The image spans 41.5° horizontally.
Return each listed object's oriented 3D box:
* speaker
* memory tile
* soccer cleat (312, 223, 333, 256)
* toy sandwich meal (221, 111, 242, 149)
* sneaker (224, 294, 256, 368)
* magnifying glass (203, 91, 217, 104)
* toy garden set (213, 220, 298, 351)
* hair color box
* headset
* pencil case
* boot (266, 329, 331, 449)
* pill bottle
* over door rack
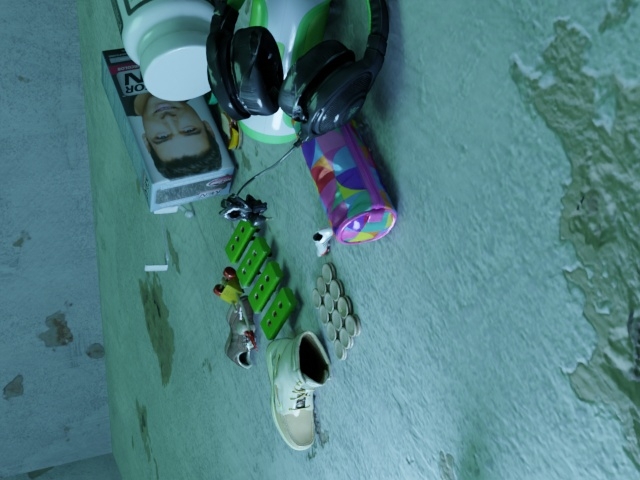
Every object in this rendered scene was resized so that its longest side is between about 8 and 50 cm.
[{"bbox_3d":[-0.059,-0.302,1.342,0.296,0.131,0.131,104,148,-42],"label":"speaker"},{"bbox_3d":[0.025,0.119,1.433,0.113,0.012,0.148,110,144,-47],"label":"memory tile"},{"bbox_3d":[0.000,0.000,1.419,0.083,0.036,0.029,118,137,-53],"label":"soccer cleat"},{"bbox_3d":[-0.189,-0.230,1.777,0.085,0.029,0.085,172,90,-66],"label":"toy sandwich meal"},{"bbox_3d":[-0.162,0.201,1.844,0.071,0.066,0.188,40,139,29],"label":"sneaker"},{"bbox_3d":[-0.274,-0.358,1.939,0.231,0.026,0.092,18,114,62],"label":"magnifying glass"},{"bbox_3d":[-0.129,0.101,1.701,0.204,0.049,0.244,-58,46,35],"label":"toy garden set"},{"bbox_3d":[-0.346,-0.262,1.882,0.374,0.185,0.113,65,156,23],"label":"hair color box"},{"bbox_3d":[-0.055,-0.217,1.144,0.185,0.243,0.394,-4,-72,-73],"label":"headset"},{"bbox_3d":[0.031,-0.110,1.240,0.236,0.104,0.104,69,153,24],"label":"pencil case"},{"bbox_3d":[-0.032,0.275,1.541,0.165,0.077,0.213,-29,71,62],"label":"boot"},{"bbox_3d":[-0.329,-0.489,1.783,0.210,0.210,0.363,121,135,-55],"label":"pill bottle"},{"bbox_3d":[-0.351,-0.111,2.052,0.239,0.108,0.324,110,164,-47],"label":"over door rack"}]
